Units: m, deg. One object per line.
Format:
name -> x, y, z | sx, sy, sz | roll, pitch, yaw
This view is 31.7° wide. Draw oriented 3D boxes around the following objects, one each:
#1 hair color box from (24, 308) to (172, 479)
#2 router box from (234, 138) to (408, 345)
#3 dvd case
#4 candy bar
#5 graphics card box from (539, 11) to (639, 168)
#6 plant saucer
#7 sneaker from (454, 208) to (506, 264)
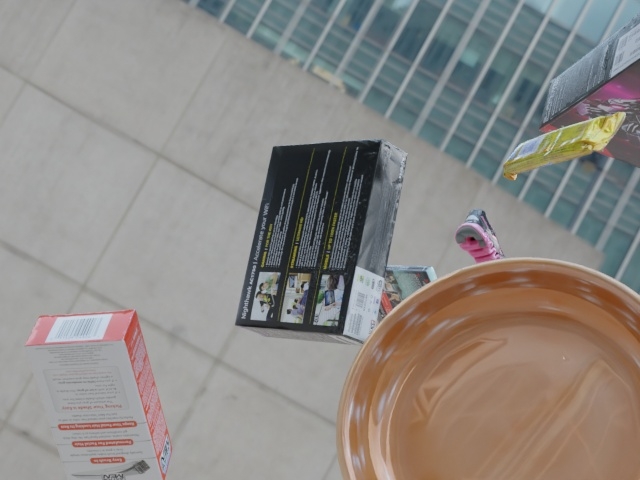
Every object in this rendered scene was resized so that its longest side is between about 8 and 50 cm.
hair color box -> -0.199, 0.146, 1.030 | 0.093, 0.167, 0.053 | -4, 29, 8
router box -> 0.000, 0.000, 1.018 | 0.133, 0.179, 0.046 | 1, -16, 41
dvd case -> 0.096, 0.067, 1.269 | 0.119, 0.013, 0.087 | 0, -60, 53
candy bar -> 0.195, -0.077, 0.929 | 0.018, 0.040, 0.161 | 38, -15, -11
graphics card box -> 0.467, -0.191, 1.481 | 0.233, 0.094, 0.371 | 20, -15, -8
plant saucer -> 0.108, 0.103, 0.633 | 0.200, 0.200, 0.037 | 24, -21, 32
sneaker -> 0.203, 0.011, 1.355 | 0.047, 0.057, 0.119 | -11, -53, 28
